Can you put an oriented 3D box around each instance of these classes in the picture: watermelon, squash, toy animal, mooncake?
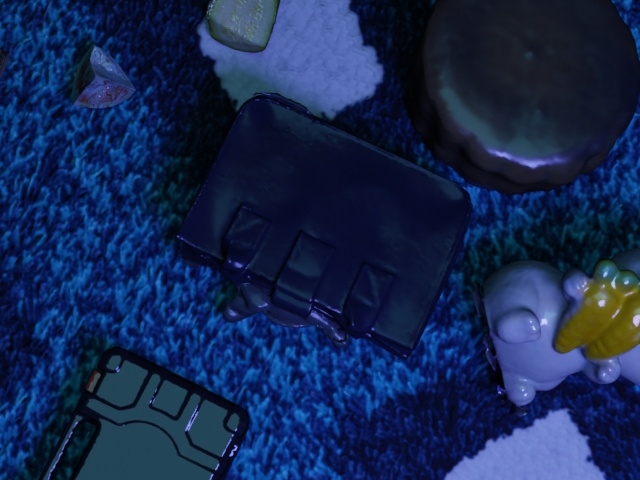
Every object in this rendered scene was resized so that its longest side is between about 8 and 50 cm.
[{"bbox_3d":[-0.283,-0.211,1.892,0.085,0.061,0.085,0,89,-7],"label":"watermelon"},{"bbox_3d":[-0.082,-0.350,1.929,0.090,0.075,0.200,10,76,23],"label":"squash"},{"bbox_3d":[0.351,0.091,1.812,0.310,0.247,0.183,-14,98,8],"label":"toy animal"},{"bbox_3d":[0.256,-0.201,1.887,0.290,0.161,0.290,1,78,-6],"label":"mooncake"}]

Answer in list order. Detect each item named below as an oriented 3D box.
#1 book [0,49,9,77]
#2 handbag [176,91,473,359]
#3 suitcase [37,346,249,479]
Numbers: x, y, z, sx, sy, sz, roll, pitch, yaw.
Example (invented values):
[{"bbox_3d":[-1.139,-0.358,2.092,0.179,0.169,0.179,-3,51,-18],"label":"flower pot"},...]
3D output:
[{"bbox_3d":[-0.533,-0.208,1.888,0.231,0.026,0.161,22,78,-1],"label":"book"},{"bbox_3d":[0.000,0.000,1.851,0.326,0.118,0.269,26,71,1],"label":"handbag"},{"bbox_3d":[-0.231,0.293,1.800,0.206,0.066,0.285,27,78,1],"label":"suitcase"}]
